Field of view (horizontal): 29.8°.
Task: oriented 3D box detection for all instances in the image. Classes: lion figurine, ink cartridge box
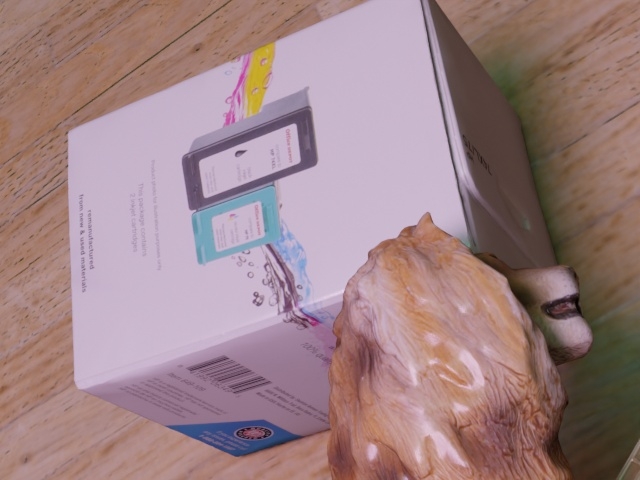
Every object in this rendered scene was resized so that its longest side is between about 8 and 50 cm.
[{"bbox_3d":[0.069,0.196,0.641,0.240,0.142,0.392,52,142,43],"label":"lion figurine"},{"bbox_3d":[0.000,0.000,0.808,0.270,0.198,0.197,-20,60,21],"label":"ink cartridge box"}]

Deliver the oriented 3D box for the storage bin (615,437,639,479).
[{"bbox_3d":[0.326,0.114,0.618,0.262,0.123,0.260,29,85,36],"label":"storage bin"}]
